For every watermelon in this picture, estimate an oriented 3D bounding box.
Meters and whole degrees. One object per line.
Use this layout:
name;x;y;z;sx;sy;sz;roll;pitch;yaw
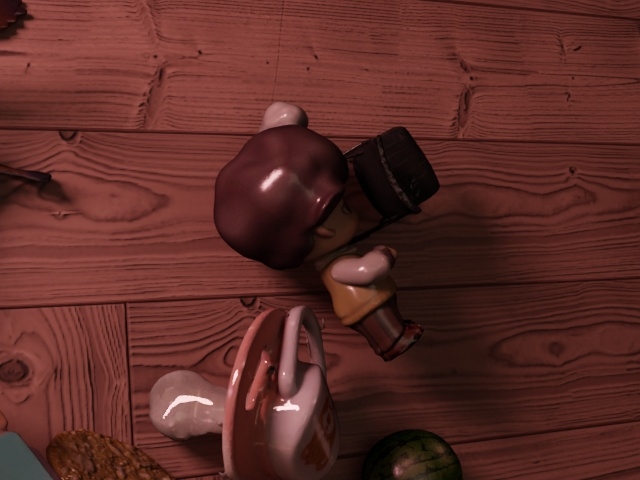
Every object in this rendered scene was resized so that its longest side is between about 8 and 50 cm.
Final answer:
watermelon;0.115;0.353;1.308;0.187;0.141;0.140;-18;87;-21

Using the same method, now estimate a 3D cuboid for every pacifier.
pacifier;-0.084;0.232;1.195;0.273;0.332;0.220;-23;50;-5

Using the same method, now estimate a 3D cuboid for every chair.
chair;0.106;-0.097;1.343;0.145;0.221;0.140;-31;92;-24

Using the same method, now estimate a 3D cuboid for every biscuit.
biscuit;-0.247;0.307;1.132;0.220;0.220;0.033;31;95;-15

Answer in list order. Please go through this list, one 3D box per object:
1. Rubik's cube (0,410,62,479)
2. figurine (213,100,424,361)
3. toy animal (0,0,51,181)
Rubik's cube;-0.483;0.283;0.958;0.387;0.368;0.358;-39;75;-23
figurine;0.017;-0.010;1.261;0.365;0.218;0.206;38;102;-4
toy animal;-0.525;-0.206;1.181;0.302;0.225;0.284;-6;103;-11
